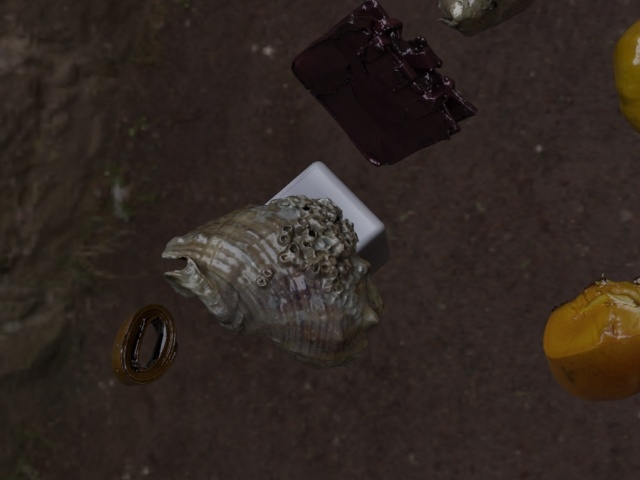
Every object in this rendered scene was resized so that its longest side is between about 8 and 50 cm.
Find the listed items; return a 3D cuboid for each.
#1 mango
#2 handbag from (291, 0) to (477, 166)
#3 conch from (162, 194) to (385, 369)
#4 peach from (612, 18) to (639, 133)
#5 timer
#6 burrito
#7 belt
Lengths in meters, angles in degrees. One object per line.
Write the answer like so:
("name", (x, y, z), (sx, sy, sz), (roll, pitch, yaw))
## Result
("mango", (0.384, 0.144, 1.566), (0.252, 0.154, 0.126), (106, -178, -57))
("handbag", (0.081, -0.205, 1.512), (0.203, 0.074, 0.216), (45, 154, -11))
("conch", (-0.043, 0.033, 1.104), (0.178, 0.245, 0.163), (21, 102, 56))
("peach", (0.482, -0.232, 1.634), (0.103, 0.179, 0.179), (-5, 84, 40))
("timer", (0.000, 0.000, 2.220), (0.194, 0.192, 0.195), (-42, 71, -8))
("burrito", (0.254, -0.371, 1.734), (0.175, 0.348, 0.107), (-17, 98, 11))
("belt", (-0.175, 0.106, 1.158), (0.036, 0.059, 0.083), (-23, 46, 58))
